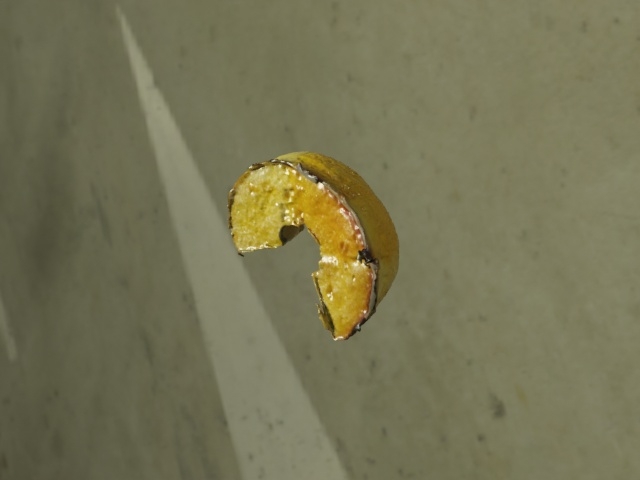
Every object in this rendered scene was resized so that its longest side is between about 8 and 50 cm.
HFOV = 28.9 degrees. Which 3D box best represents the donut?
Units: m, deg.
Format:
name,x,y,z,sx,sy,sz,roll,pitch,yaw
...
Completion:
name,x,y,z,sx,sy,sz,roll,pitch,yaw
donut,0.002,-0.009,1.133,0.181,0.078,0.146,42,136,20
